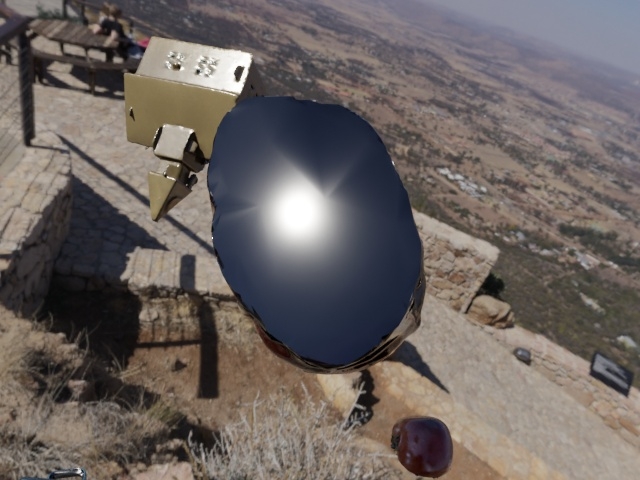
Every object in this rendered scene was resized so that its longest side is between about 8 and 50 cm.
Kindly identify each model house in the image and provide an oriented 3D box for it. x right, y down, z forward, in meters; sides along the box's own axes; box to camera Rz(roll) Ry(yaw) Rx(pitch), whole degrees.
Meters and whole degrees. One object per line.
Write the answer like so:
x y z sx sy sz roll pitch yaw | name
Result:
-0.193 -0.138 0.668 0.181 0.248 0.176 16 -10 14 | model house

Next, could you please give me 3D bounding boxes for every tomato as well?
0.233 0.442 1.012 0.139 0.091 0.159 11 14 -5 | tomato

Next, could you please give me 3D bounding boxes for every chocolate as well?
0.000 0.000 0.577 0.225 0.210 0.340 -22 69 1 | chocolate

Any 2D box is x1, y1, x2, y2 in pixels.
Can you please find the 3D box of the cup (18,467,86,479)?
-0.586 0.565 0.980 0.138 0.113 0.150 4 49 -1 | cup
